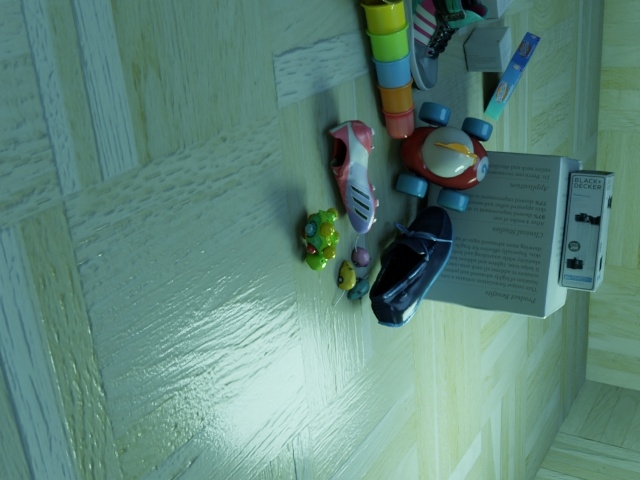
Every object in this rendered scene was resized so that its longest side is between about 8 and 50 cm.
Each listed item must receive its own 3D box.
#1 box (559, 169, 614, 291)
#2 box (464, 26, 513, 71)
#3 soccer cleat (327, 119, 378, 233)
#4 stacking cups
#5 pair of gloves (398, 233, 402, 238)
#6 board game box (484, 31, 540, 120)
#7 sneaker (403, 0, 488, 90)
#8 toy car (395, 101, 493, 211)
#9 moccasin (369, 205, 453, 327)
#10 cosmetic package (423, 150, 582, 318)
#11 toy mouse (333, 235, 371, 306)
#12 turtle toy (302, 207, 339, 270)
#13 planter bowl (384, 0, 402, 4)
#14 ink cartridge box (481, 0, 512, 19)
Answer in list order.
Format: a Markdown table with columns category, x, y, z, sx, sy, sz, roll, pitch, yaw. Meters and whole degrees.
| category | x | y | z | sx | sy | sz | roll | pitch | yaw |
| --- | --- | --- | --- | --- | --- | --- | --- | --- | --- |
| box | 0.671 | -0.030 | 1.971 | 0.169 | 0.087 | 0.290 | -12 | 107 | -63 |
| box | 0.458 | -0.520 | 2.135 | 0.102 | 0.101 | 0.087 | -57 | 141 | -38 |
| soccer cleat | 0.061 | -0.126 | 1.611 | 0.095 | 0.083 | 0.248 | -16 | 120 | -25 |
| stacking cups | 0.155 | -0.365 | 1.676 | 0.096 | 0.096 | 0.316 | -49 | 137 | -42 |
| pair of gloves | 0.206 | 0.079 | 1.940 | 0.198 | 0.023 | 0.159 | 45 | 59 | -54 |
| board game box | 0.553 | -0.473 | 2.269 | 0.160 | 0.047 | 0.210 | -56 | 170 | -37 |
| sneaker | 0.290 | -0.486 | 1.785 | 0.124 | 0.178 | 0.295 | -41 | 131 | -48 |
| toy car | 0.301 | -0.191 | 1.774 | 0.238 | 0.210 | 0.219 | -151 | -101 | -83 |
| moccasin | 0.216 | 0.039 | 1.808 | 0.117 | 0.137 | 0.342 | 56 | 46 | -37 |
| cosmetic package | 0.472 | -0.031 | 2.043 | 0.327 | 0.329 | 0.394 | -7 | 104 | -64 |
| toy mouse | 0.089 | 0.075 | 1.734 | 0.143 | 0.031 | 0.161 | 16 | 83 | -59 |
| turtle toy | 0.000 | 0.000 | 1.531 | 0.095 | 0.066 | 0.130 | -72 | 160 | -64 |
| planter bowl | 0.098 | -0.566 | 1.525 | 0.217 | 0.090 | 0.217 | -10 | 102 | -55 |
| ink cartridge box | 0.451 | -0.732 | 2.052 | 0.283 | 0.117 | 0.207 | -52 | 138 | -39 |
